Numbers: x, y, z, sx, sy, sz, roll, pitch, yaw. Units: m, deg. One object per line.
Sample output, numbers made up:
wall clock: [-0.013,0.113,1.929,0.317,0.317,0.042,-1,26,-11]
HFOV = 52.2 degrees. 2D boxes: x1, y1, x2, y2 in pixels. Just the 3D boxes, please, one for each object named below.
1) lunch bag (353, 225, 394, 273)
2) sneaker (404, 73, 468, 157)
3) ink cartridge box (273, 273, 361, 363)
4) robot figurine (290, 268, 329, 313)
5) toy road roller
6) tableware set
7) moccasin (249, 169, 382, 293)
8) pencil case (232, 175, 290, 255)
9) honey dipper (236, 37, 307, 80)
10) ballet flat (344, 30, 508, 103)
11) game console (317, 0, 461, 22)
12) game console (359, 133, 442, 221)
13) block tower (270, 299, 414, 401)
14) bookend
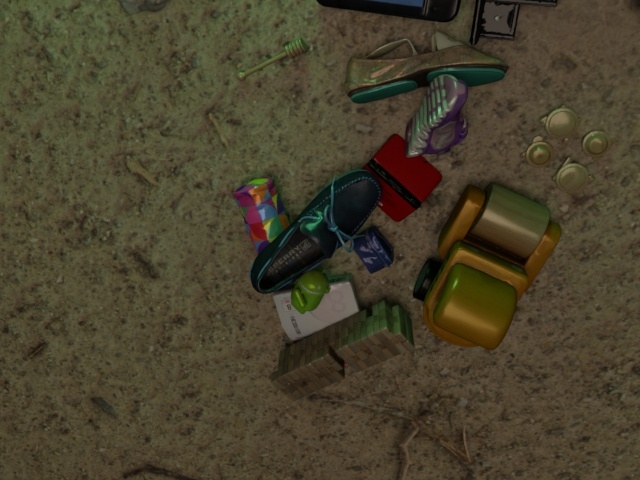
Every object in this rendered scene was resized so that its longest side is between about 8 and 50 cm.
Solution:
lunch bag: [0.122,0.021,1.433,0.065,0.067,0.098,-31,103,20]
sneaker: [0.243,-0.233,1.261,0.105,0.236,0.095,9,69,-8]
ink cartridge box: [0.011,0.204,1.531,0.189,0.066,0.232,-12,104,14]
robot figurine: [-0.024,0.108,1.429,0.067,0.101,0.115,43,129,21]
toy road roller: [0.332,0.071,1.319,0.203,0.240,0.329,24,113,0]
tableware set: [0.496,-0.181,1.314,0.169,0.020,0.141,34,115,-5]
moccasin: [0.000,0.000,1.348,0.138,0.117,0.342,41,99,-15]
pencil case: [-0.117,-0.021,1.445,0.105,0.104,0.236,-13,107,15]
honey dipper: [-0.103,-0.368,1.348,0.161,0.030,0.030,-22,105,21]
ballet flat: [0.198,-0.345,1.266,0.316,0.107,0.106,-6,82,10]
game console: [0.099,-0.524,1.134,0.293,0.173,0.250,17,114,23]
game console: [0.161,-0.131,1.397,0.144,0.085,0.124,42,143,-6]
block tower: [0.045,0.252,1.489,0.336,0.097,0.091,-30,120,22]
bookend: [0.367,-0.438,1.210,0.156,0.072,0.157,8,112,7]
